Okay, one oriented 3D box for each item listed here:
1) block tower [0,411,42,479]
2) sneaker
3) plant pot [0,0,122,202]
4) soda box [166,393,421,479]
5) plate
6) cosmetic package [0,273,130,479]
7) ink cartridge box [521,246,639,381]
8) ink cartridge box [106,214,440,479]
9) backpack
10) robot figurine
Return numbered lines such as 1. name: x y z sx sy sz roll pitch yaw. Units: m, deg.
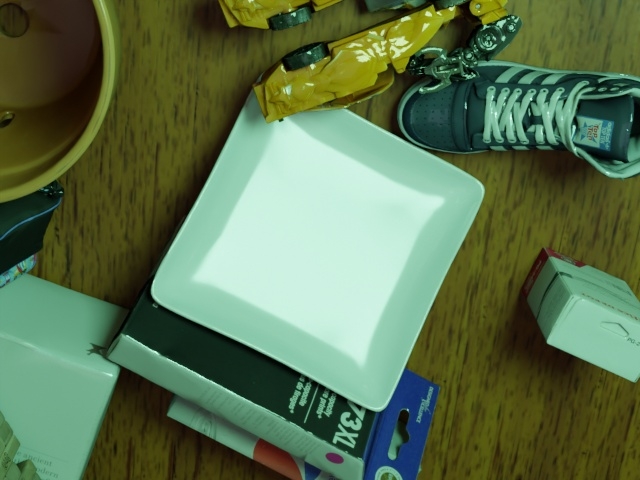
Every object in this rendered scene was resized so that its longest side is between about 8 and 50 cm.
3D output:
1. block tower: -0.346 0.260 1.040 0.091 0.097 0.335 -22 109 9
2. sneaker: 0.222 -0.122 1.030 0.282 0.153 0.099 -1 109 1
3. plant pot: -0.323 -0.202 0.985 0.291 0.203 0.290 0 111 1
4. soda box: -0.028 0.211 1.185 0.286 0.098 0.091 29 108 -10
5. plate: 0.000 0.000 1.088 0.278 0.045 0.277 28 80 -8
6. cosmetic package: -0.394 0.268 1.177 0.230 0.161 0.453 21 109 -7
7. ink cartridge box: 0.289 0.077 1.102 0.109 0.150 0.063 24 108 -7
8. ink cartridge box: -0.029 0.135 1.116 0.371 0.175 0.069 31 139 -11
9. backpack: -0.387 -0.035 1.075 0.173 0.158 0.117 32 119 5
10. robot figurine: 0.054 -0.237 1.016 0.291 0.085 0.211 -21 108 -1
